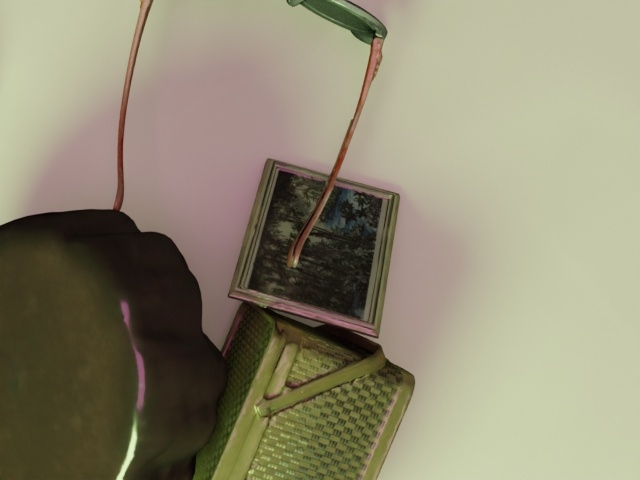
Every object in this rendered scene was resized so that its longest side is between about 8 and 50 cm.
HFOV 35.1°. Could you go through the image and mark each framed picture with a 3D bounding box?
[{"bbox_3d":[0.000,0.000,0.957,0.141,0.011,0.183,16,49,-4],"label":"framed picture"}]

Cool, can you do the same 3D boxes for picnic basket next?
[{"bbox_3d":[-0.040,0.197,0.929,0.139,0.165,0.267,23,89,-16],"label":"picnic basket"}]

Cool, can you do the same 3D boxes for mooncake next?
[{"bbox_3d":[-0.203,0.110,0.883,0.283,0.141,0.283,4,96,37],"label":"mooncake"}]

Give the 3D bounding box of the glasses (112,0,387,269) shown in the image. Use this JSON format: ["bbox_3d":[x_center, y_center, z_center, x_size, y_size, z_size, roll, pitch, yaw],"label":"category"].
[{"bbox_3d":[-0.078,-0.128,0.956,0.234,0.118,0.269,17,88,-5],"label":"glasses"}]
